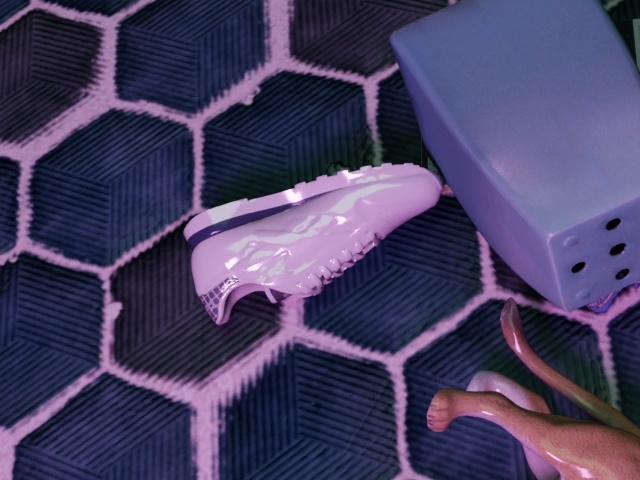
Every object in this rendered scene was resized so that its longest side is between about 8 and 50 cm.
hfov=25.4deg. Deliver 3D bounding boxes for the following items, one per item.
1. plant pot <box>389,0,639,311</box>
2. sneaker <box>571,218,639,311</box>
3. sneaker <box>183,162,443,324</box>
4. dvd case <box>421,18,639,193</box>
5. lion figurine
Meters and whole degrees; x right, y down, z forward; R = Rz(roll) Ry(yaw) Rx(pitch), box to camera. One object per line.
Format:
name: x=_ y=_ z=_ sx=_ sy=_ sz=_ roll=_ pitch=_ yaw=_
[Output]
plant pot: x=0.189 y=-0.074 z=1.140 sx=0.165 sy=0.165 sz=0.234 roll=-25 pitch=50 yaw=0
sneaker: x=0.256 y=0.007 z=1.189 sx=0.135 sy=0.058 sz=0.052 roll=-43 pitch=33 yaw=-21
sneaker: x=0.000 y=0.000 z=1.246 sx=0.235 sy=0.090 sz=0.095 roll=-18 pitch=72 yaw=8
dvd case: x=0.202 y=-0.123 z=1.292 sx=0.221 sy=0.018 sz=0.164 roll=-5 pitch=60 yaw=12
lion figurine: x=0.167 y=0.235 z=1.033 sx=0.240 sy=0.142 sz=0.392 roll=18 pitch=65 yaw=19
